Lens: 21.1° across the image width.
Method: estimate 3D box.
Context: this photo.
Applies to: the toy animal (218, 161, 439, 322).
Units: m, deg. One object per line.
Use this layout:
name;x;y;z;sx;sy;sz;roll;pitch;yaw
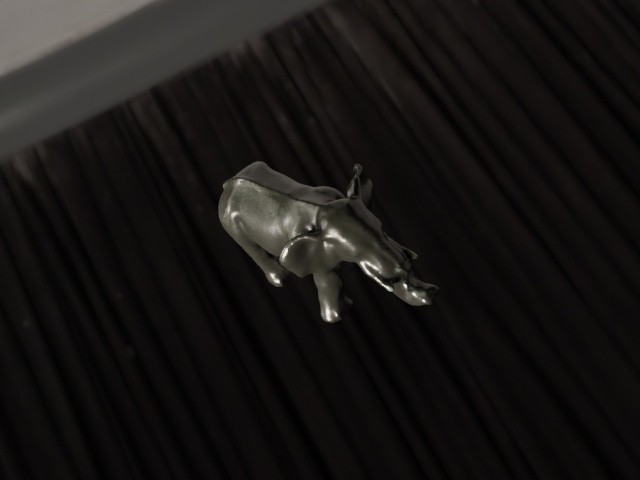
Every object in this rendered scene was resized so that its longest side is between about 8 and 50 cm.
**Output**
toy animal;-0.001;0.004;1.570;0.114;0.245;0.146;-60;140;-28
